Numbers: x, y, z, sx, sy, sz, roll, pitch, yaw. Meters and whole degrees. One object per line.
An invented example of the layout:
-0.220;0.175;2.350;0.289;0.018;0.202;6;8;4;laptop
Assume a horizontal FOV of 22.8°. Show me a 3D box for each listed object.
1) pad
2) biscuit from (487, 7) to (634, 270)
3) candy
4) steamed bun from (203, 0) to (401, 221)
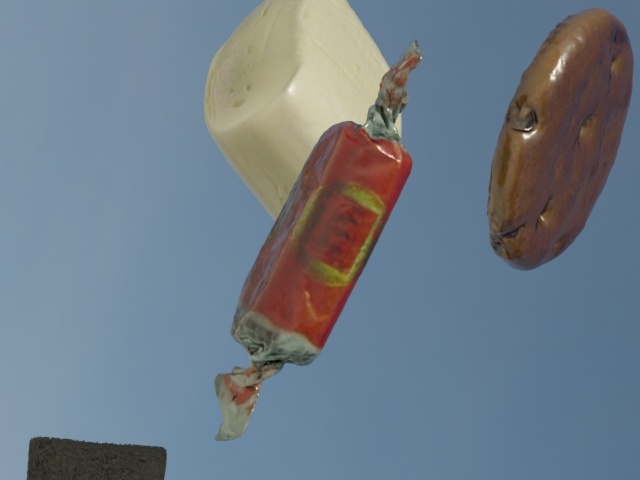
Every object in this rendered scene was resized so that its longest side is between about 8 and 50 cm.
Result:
-0.192;0.262;1.327;0.004;0.116;0.193;-109;-157;-84;pad
0.186;-0.074;1.200;0.036;0.212;0.212;21;-65;27;biscuit
0.001;0.001;1.039;0.292;0.059;0.086;-64;-166;0;candy
-0.025;-0.132;1.580;0.155;0.200;0.250;-24;-147;25;steamed bun
